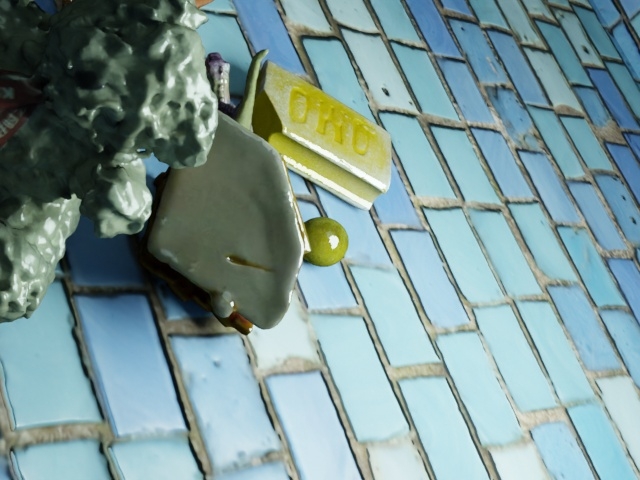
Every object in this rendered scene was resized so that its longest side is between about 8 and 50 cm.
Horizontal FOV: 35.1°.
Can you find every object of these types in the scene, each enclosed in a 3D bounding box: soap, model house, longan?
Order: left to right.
[{"bbox_3d":[-0.112,-0.022,1.205,0.199,0.219,0.229,30,-3,-9],"label":"model house"},{"bbox_3d":[-0.005,-0.155,1.501,0.232,0.073,0.140,28,38,-22],"label":"soap"},{"bbox_3d":[0.000,0.000,1.390,0.075,0.075,0.083,23,3,-28],"label":"longan"}]

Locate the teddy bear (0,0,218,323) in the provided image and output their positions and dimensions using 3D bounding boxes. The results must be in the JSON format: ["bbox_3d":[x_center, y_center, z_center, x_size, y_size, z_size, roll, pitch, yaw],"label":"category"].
[{"bbox_3d":[-0.277,-0.147,1.014,0.357,0.367,0.224,57,26,4],"label":"teddy bear"}]

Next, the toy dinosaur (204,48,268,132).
[{"bbox_3d":[-0.118,-0.154,1.307,0.072,0.199,0.251,1,13,-9],"label":"toy dinosaur"}]

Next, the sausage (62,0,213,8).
[{"bbox_3d":[-0.240,-0.353,1.428,0.102,0.102,0.330,49,40,1],"label":"sausage"}]
